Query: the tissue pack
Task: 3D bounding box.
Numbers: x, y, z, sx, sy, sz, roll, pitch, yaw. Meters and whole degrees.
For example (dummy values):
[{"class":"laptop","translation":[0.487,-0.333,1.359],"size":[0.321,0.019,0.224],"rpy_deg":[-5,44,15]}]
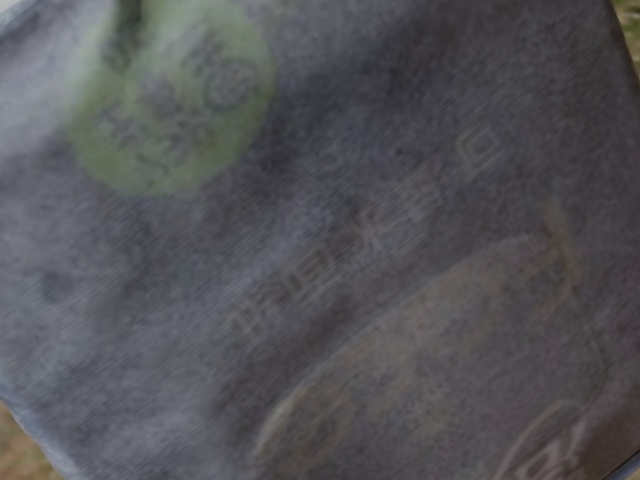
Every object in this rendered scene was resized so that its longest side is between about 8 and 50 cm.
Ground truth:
[{"class":"tissue pack","translation":[0.000,0.000,0.688],"size":[0.124,0.288,0.394],"rpy_deg":[45,168,48]}]
